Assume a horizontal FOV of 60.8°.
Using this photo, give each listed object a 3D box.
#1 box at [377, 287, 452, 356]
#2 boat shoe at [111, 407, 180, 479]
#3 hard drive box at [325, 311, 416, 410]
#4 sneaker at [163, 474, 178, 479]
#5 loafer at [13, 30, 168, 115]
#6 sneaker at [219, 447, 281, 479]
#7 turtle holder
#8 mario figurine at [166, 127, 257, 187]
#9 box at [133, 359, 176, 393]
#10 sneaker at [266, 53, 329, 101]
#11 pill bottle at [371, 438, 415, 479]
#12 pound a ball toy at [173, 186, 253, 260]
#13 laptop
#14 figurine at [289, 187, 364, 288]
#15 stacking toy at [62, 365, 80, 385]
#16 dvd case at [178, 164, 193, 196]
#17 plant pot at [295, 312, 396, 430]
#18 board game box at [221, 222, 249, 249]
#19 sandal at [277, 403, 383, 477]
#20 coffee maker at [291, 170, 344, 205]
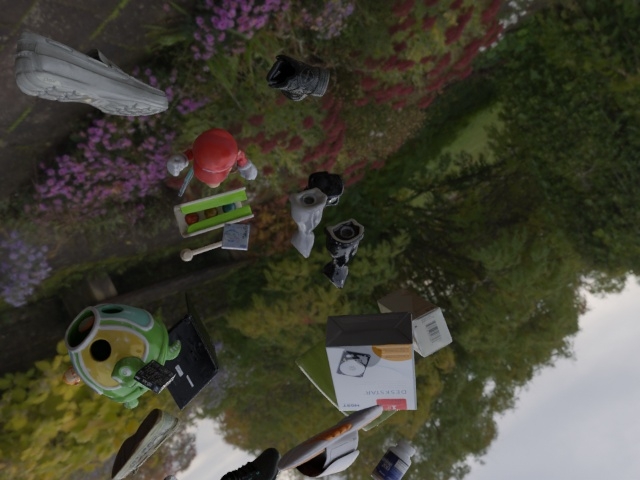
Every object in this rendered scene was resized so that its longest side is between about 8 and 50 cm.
[{"bbox_3d":[0.331,0.288,1.973,0.121,0.148,0.311,-26,-165,-11],"label":"box"},{"bbox_3d":[-0.552,0.648,1.699,0.285,0.089,0.105,-49,-149,15],"label":"boat shoe"},{"bbox_3d":[0.116,0.269,1.192,0.180,0.232,0.089,-4,-140,9],"label":"hard drive box"},{"bbox_3d":[-0.509,0.870,1.796,0.121,0.217,0.079,-14,-153,2],"label":"sneaker"},{"bbox_3d":[-0.429,-0.316,1.062,0.111,0.112,0.319,-6,176,29],"label":"loafer"},{"bbox_3d":[-0.220,0.699,1.568,0.101,0.106,0.267,6,-137,49],"label":"sneaker"},{"bbox_3d":[-0.525,0.299,1.401,0.243,0.320,0.227,-37,128,11],"label":"turtle holder"},{"bbox_3d":[-0.292,-0.197,1.485,0.198,0.170,0.320,-33,-170,-2],"label":"mario figurine"},{"bbox_3d":[-0.375,0.307,1.237,0.018,0.067,0.083,-61,177,11],"label":"box"},{"bbox_3d":[-0.076,-0.393,1.313,0.130,0.087,0.227,15,-172,-23],"label":"sneaker"},{"bbox_3d":[0.189,0.574,1.400,0.120,0.067,0.067,-50,179,-14],"label":"pill bottle"},{"bbox_3d":[-0.421,-0.065,2.093,0.319,0.208,0.135,-21,-172,-30],"label":"pound a ball toy"},{"bbox_3d":[-0.421,0.332,1.678,0.136,0.234,0.264,1,-147,40],"label":"laptop"},{"bbox_3d":[0.000,0.000,1.387,0.092,0.215,0.210,-32,152,-30],"label":"figurine"},{"bbox_3d":[-0.708,0.403,1.828,0.301,0.175,0.166,-18,159,-36],"label":"stacking toy"},{"bbox_3d":[-0.425,-0.200,1.755,0.119,0.013,0.087,-40,-155,58],"label":"dvd case"},{"bbox_3d":[0.114,0.426,1.701,0.274,0.294,0.275,-32,166,-9],"label":"plant pot"},{"bbox_3d":[-0.298,-0.013,1.919,0.090,0.090,0.020,5,161,-1],"label":"board game box"},{"bbox_3d":[0.041,0.386,1.022,0.265,0.076,0.102,-13,164,-44],"label":"sandal"},{"bbox_3d":[-0.007,-0.168,1.918,0.171,0.120,0.178,-30,177,-5],"label":"coffee maker"}]
